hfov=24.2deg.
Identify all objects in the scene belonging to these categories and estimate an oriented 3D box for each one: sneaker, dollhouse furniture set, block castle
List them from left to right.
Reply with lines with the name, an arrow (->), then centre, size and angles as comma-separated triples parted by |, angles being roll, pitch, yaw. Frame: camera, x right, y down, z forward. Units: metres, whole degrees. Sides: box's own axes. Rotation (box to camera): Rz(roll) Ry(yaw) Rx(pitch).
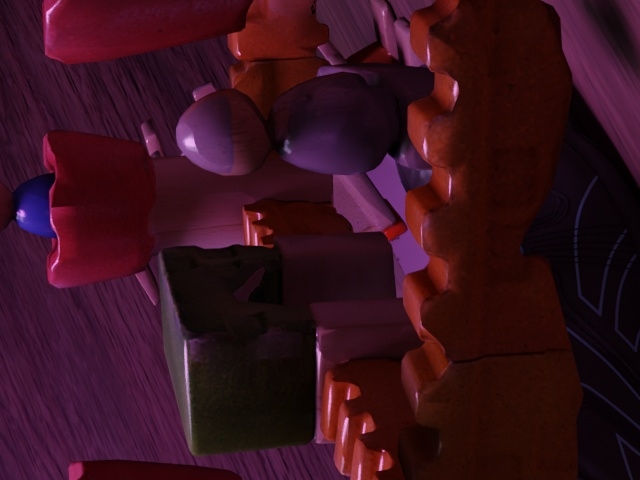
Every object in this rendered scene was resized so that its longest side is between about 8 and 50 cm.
block castle -> -0.062, -0.058, 0.591 | 0.453, 0.212, 0.303 | -119, 28, -67
dollhouse furniture set -> -0.020, -0.034, 1.074 | 0.135, 0.262, 0.259 | 61, 180, -25
sneaker -> 0.098, 0.050, 0.624 | 0.267, 0.106, 0.101 | 60, 144, 16

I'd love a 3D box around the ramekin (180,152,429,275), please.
ramekin -> 0.000, 0.000, 1.303 | 0.273, 0.272, 0.127 | 64, 168, -15

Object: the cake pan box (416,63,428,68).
cake pan box -> 0.130, 0.051, 0.865 | 0.267, 0.070, 0.246 | -117, 3, -45
